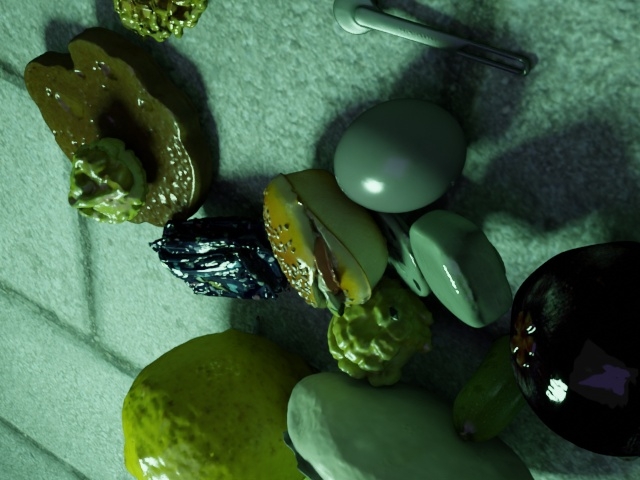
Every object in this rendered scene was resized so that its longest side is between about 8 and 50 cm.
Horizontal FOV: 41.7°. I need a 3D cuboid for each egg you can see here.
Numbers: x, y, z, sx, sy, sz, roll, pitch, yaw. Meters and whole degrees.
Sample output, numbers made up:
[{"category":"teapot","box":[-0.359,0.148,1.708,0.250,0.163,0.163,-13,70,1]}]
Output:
[{"category":"egg","box":[0.099,-0.109,1.097,0.199,0.146,0.146,-8,117,51]}]

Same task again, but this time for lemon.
[{"category":"lemon","box":[-0.166,0.327,1.494,0.350,0.388,0.349,160,90,-84]}]

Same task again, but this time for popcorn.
[{"category":"popcorn","box":[0.095,0.137,1.292,0.174,0.173,0.142,0,129,38]},{"category":"popcorn","box":[-0.352,-0.097,1.394,0.126,0.126,0.145,0,112,8]}]

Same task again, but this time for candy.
[{"category":"candy","box":[0.138,0.326,1.294,0.427,0.386,0.186,27,95,35]}]

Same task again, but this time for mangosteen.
[{"category":"mangosteen","box":[0.386,0.129,1.014,0.303,0.274,0.274,2,133,-8]}]

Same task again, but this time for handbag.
[{"category":"handbag","box":[-0.164,0.029,1.414,0.260,0.113,0.162,0,142,38]}]

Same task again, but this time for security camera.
[{"category":"security camera","box":[0.155,0.017,1.154,0.157,0.080,0.301,62,169,-21]}]

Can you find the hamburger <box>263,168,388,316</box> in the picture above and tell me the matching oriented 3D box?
[{"category":"hamburger","box":[-0.002,-0.003,1.226,0.236,0.147,0.237,53,169,14]}]

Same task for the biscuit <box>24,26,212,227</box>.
[{"category":"biscuit","box":[-0.345,-0.192,1.434,0.381,0.074,0.359,41,138,6]}]

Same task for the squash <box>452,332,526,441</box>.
[{"category":"squash","box":[0.253,0.221,1.210,0.095,0.188,0.095,20,130,25]}]

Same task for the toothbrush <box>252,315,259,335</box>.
[{"category":"toothbrush","box":[-0.131,0.212,1.628,0.013,0.019,0.193,28,134,18]}]

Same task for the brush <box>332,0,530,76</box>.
[{"category":"brush","box":[0.137,-0.256,1.047,0.266,0.027,0.062,23,134,17]}]

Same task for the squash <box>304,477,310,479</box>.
[{"category":"squash","box":[-0.046,0.440,1.676,0.287,0.137,0.137,44,138,9]}]

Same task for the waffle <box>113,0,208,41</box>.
[{"category":"waffle","box":[-0.255,-0.410,1.207,0.254,0.052,0.245,-20,110,46]}]

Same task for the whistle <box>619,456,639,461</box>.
[{"category":"whistle","box":[0.470,0.270,1.149,0.245,0.092,0.110,13,125,32]}]
